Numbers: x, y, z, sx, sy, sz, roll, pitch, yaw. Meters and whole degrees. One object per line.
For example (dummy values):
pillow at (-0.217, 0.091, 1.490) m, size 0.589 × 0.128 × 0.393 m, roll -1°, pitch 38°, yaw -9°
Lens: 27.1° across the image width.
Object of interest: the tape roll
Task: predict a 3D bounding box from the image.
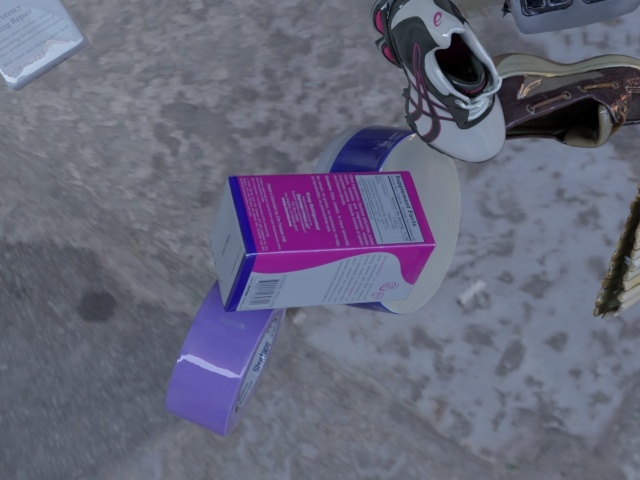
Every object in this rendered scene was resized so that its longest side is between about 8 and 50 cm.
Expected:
tape roll at (-0.111, 0.134, 1.593) m, size 0.080 × 0.189 × 0.189 m, roll 23°, pitch 89°, yaw 5°

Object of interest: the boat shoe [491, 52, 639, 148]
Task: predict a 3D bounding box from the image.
boat shoe at (0.350, -0.172, 1.788) m, size 0.342 × 0.123 × 0.123 m, roll 1°, pitch 55°, yaw -36°

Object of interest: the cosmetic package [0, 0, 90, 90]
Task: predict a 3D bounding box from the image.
cosmetic package at (-0.398, -0.315, 1.659) m, size 0.117 × 0.085 × 0.231 m, roll -34°, pitch 96°, yaw -1°

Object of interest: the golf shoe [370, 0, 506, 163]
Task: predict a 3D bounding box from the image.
golf shoe at (0.147, -0.163, 1.455) m, size 0.105 × 0.120 × 0.273 m, roll -42°, pitch 134°, yaw -3°

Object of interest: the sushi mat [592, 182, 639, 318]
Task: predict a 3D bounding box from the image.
sushi mat at (0.269, -0.062, 0.755) m, size 0.316 × 0.019 × 0.151 m, roll -20°, pitch 131°, yaw -41°

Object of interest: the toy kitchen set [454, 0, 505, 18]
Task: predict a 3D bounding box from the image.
toy kitchen set at (0.227, -0.372, 1.890) m, size 0.083 × 0.068 × 0.075 m, roll 48°, pitch 42°, yaw -54°

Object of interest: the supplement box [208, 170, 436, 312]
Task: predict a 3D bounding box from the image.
supplement box at (0.000, 0.000, 1.475) m, size 0.220 × 0.111 × 0.114 m, roll -1°, pitch 54°, yaw -20°

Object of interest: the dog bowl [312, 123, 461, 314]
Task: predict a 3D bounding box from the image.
dog bowl at (0.091, -0.031, 1.883) m, size 0.265 × 0.104 × 0.265 m, roll -16°, pitch 110°, yaw -52°

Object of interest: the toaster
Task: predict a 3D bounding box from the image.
toaster at (0.307, -0.357, 1.669) m, size 0.168 × 0.110 × 0.186 m, roll -10°, pitch 126°, yaw 6°
